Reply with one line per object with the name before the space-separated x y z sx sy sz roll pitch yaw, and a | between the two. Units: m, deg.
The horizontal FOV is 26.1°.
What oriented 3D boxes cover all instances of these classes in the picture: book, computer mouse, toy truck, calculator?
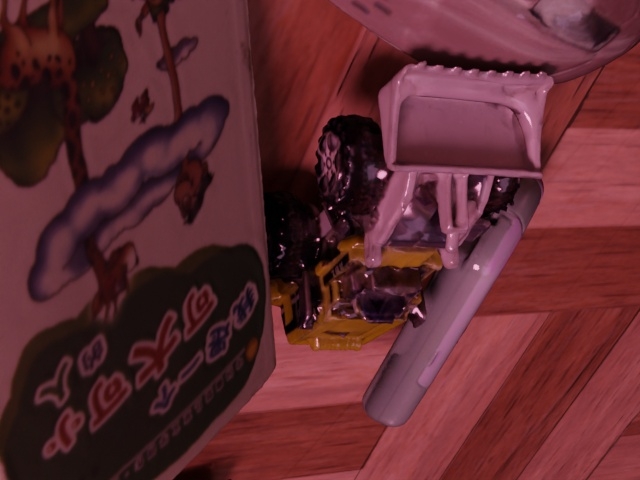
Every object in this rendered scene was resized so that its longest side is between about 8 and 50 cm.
book | -0.114 -0.012 0.752 0.260 0.043 0.371 -41 138 -43
computer mouse | 0.095 -0.183 0.808 0.389 0.115 0.199 17 122 -44
toy truck | 0.049 -0.012 0.917 0.136 0.111 0.286 1 155 -24
calculator | 0.101 0.045 1.081 0.141 0.045 0.246 -53 172 -51

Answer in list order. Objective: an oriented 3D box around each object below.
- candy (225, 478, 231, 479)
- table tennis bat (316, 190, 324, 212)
candy | -0.122 0.251 1.254 0.088 0.038 0.136 -14 151 -11
table tennis bat | 0.000 0.000 1.048 0.095 0.014 0.158 -9 142 -18
